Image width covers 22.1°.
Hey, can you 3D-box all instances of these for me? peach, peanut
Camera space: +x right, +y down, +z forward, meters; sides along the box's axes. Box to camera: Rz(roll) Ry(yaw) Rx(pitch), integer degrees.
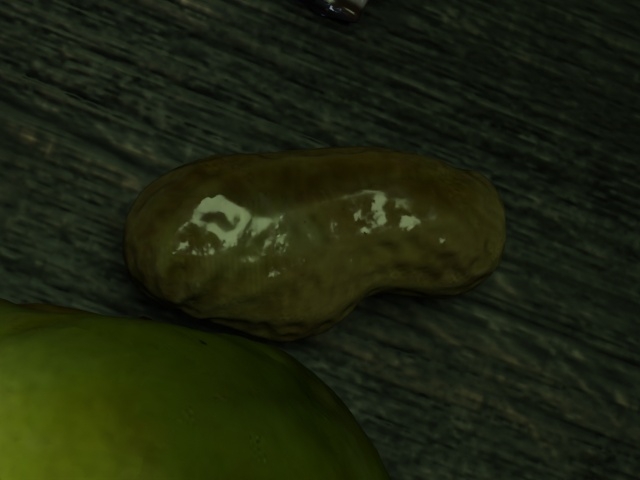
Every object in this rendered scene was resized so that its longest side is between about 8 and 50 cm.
[{"bbox_3d":[-0.095,0.181,0.739,0.314,0.281,0.315,21,67,-24],"label":"peach"},{"bbox_3d":[0.000,0.000,0.922,0.226,0.095,0.108,-7,92,-19],"label":"peanut"}]

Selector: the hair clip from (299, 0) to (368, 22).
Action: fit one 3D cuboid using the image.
[{"bbox_3d":[0.080,-0.287,1.019,0.085,0.101,0.330,28,69,0],"label":"hair clip"}]
